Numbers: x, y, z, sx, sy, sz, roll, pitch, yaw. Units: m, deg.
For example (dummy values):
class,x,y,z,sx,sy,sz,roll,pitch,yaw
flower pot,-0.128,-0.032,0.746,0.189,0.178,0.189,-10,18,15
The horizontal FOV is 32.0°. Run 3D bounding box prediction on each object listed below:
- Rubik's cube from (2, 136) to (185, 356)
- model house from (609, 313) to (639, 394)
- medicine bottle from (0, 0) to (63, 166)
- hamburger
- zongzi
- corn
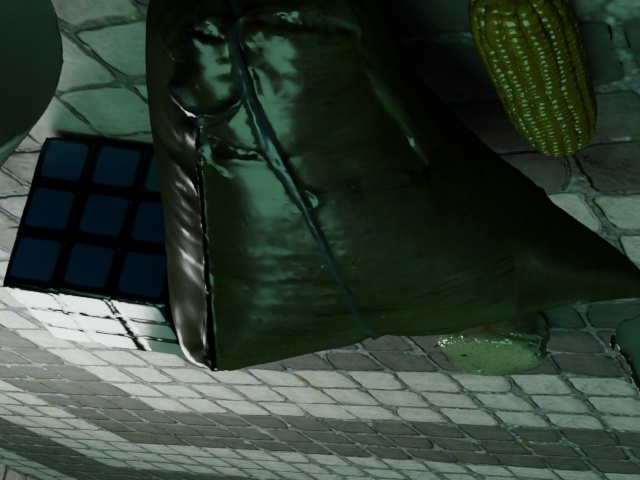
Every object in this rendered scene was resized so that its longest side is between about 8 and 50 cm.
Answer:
class,x,y,z,sx,sy,sz,roll,pitch,yaw
Rubik's cube,-0.193,0.008,1.091,0.162,0.161,0.163,7,157,10
model house,0.407,0.112,1.162,0.148,0.119,0.148,-32,162,28
medicine bottle,-0.342,-0.100,0.873,0.189,0.190,0.332,22,155,-25
hamburger,0.201,0.116,1.293,0.133,0.063,0.140,4,154,14
zongzi,0.072,-0.066,0.794,0.392,0.174,0.356,-3,136,-1
corn,0.147,-0.122,0.758,0.068,0.068,0.207,1,158,23
